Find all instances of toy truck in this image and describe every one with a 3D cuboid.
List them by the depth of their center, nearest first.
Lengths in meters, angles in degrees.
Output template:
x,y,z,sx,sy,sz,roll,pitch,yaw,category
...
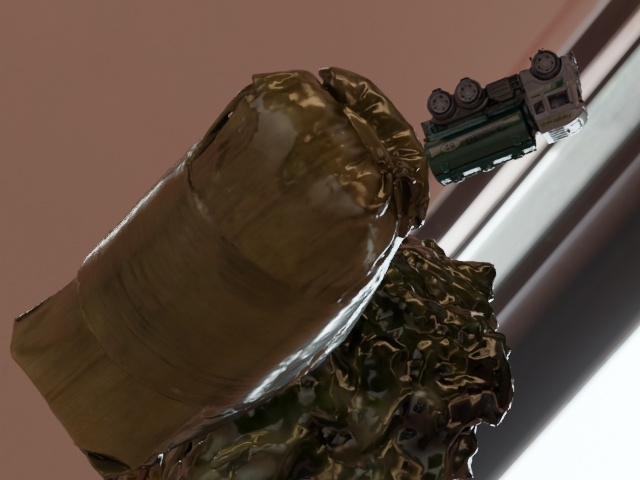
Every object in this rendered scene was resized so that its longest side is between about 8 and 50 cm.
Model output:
x,y,z,sx,sy,sz,roll,pitch,yaw,category
0.089,-0.059,0.562,0.039,0.083,0.044,20,-129,-70,toy truck

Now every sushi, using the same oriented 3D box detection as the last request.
x,y,z,sx,sy,sz,roll,pitch,yaw,category
-0.027,0.143,0.735,0.178,0.352,0.294,27,-175,-10,sushi

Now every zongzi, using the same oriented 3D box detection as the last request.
x,y,z,sx,sy,sz,roll,pitch,yaw,category
0.000,0.000,0.404,0.176,0.160,0.078,-17,-108,-53,zongzi
